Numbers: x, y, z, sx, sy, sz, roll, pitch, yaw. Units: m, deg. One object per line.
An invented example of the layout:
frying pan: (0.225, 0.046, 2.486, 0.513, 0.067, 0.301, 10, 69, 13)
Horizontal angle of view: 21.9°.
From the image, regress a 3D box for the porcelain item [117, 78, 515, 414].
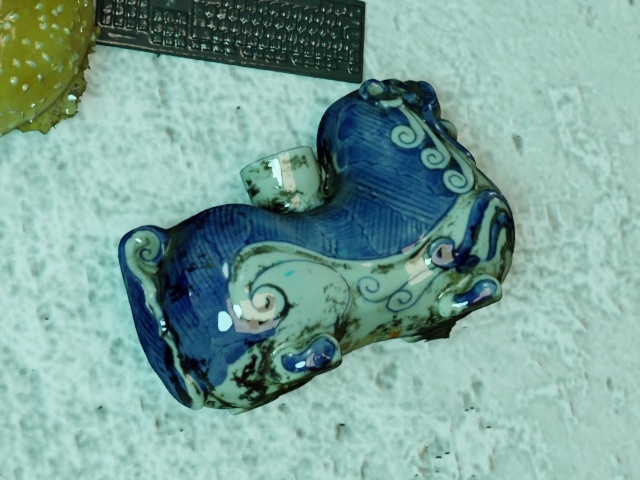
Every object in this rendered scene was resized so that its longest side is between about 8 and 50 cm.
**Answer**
porcelain item: (0.000, 0.000, 1.129, 0.288, 0.138, 0.186, -21, 82, -23)

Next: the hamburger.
hamburger: (-0.230, -0.142, 1.058, 0.191, 0.118, 0.182, 47, 74, -16)

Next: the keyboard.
keyboard: (-0.062, -0.155, 1.181, 0.202, 0.011, 0.067, 6, 82, -22)
